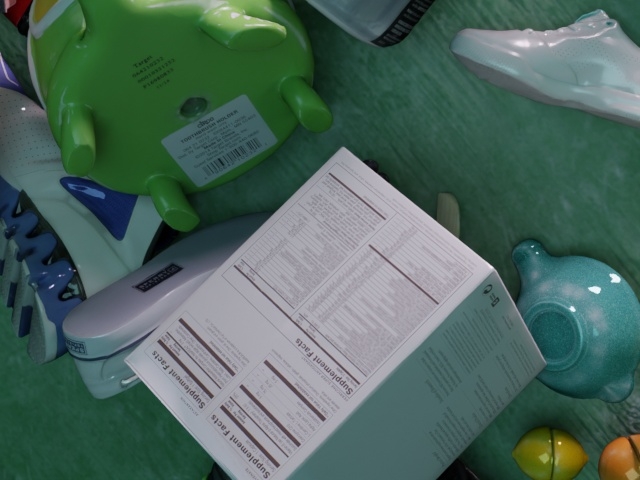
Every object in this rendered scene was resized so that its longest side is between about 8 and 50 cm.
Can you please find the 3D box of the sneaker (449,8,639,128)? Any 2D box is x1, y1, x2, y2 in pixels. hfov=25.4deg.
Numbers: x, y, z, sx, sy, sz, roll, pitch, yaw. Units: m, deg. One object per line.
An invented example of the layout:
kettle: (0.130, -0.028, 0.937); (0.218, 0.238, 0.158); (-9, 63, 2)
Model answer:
sneaker: (0.226, -0.170, 1.288); (0.212, 0.080, 0.094); (17, 90, 1)

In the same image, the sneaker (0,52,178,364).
sneaker: (-0.237, -0.038, 1.366); (0.315, 0.182, 0.127); (64, 149, 23)

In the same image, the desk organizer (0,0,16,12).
desk organizer: (-0.351, -0.254, 1.374); (0.130, 0.050, 0.047); (7, 117, 17)

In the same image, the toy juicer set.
toy juicer set: (0.221, 0.113, 1.325); (0.329, 0.089, 0.209); (32, 114, 30)

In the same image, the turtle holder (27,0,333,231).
turtle holder: (-0.161, -0.178, 1.239); (0.243, 0.320, 0.227); (-48, 51, 29)

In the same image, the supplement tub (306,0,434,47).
supplement tub: (0.084, -0.339, 1.218); (0.193, 0.193, 0.316); (40, 103, 2)

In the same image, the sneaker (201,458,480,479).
sneaker: (0.103, 0.288, 1.321); (0.483, 0.185, 0.202); (8, 104, 8)

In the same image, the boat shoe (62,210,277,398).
boat shoe: (-0.114, 0.055, 1.292); (0.258, 0.095, 0.084); (-27, 123, -24)

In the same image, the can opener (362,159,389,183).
can opener: (0.000, 0.000, 1.367); (0.059, 0.073, 0.186); (42, 104, 42)

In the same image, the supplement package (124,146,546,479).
supplement package: (0.018, 0.105, 1.224); (0.263, 0.199, 0.198); (-45, 55, -6)

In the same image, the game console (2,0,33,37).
game console: (-0.241, -0.262, 1.384); (0.124, 0.085, 0.144); (29, 106, -27)
